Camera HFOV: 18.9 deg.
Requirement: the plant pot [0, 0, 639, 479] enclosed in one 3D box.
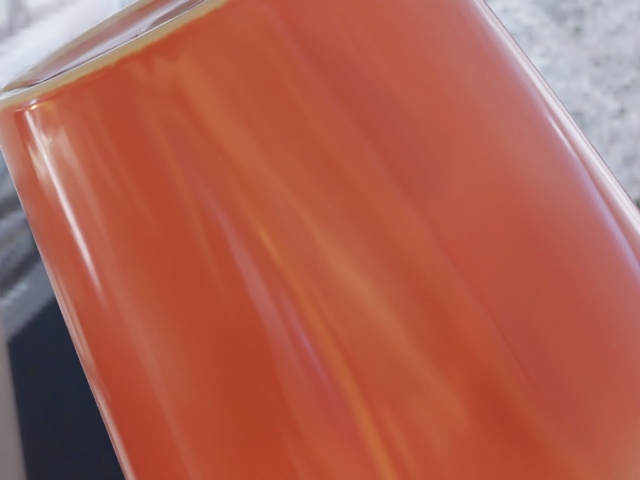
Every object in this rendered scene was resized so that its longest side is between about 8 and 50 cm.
[{"bbox_3d":[0.000,0.000,0.822,0.275,0.243,0.275,-28,-167,7],"label":"plant pot"}]
